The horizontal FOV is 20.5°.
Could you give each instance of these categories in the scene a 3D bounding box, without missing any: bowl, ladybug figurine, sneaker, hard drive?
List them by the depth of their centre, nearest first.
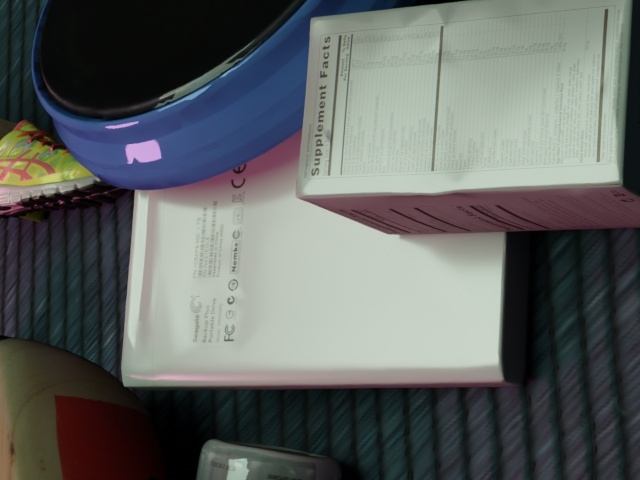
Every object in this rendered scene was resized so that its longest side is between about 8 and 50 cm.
[{"bbox_3d":[0.000,0.000,1.392,0.353,0.047,0.233,-4,77,34],"label":"hard drive"},{"bbox_3d":[-0.081,-0.219,1.477,0.391,0.077,0.391,-25,42,24],"label":"bowl"},{"bbox_3d":[-0.206,0.295,1.509,0.305,0.162,0.449,112,151,-63],"label":"ladybug figurine"},{"bbox_3d":[-0.281,-0.077,1.767,0.208,0.081,0.094,-5,80,25],"label":"sneaker"}]

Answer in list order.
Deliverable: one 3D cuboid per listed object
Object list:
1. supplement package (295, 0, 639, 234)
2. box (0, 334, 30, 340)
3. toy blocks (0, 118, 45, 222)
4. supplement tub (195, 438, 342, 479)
[{"bbox_3d":[0.123,-0.084,1.218,0.244,0.134,0.139,-1,78,32],"label":"supplement package"},{"bbox_3d":[-0.356,0.172,1.771,0.093,0.156,0.158,-54,44,26],"label":"box"},{"bbox_3d":[-0.503,-0.118,1.896,0.261,0.381,0.190,12,87,63],"label":"toy blocks"},{"bbox_3d":[-0.052,0.259,1.407,0.117,0.117,0.190,3,83,51],"label":"supplement tub"}]
